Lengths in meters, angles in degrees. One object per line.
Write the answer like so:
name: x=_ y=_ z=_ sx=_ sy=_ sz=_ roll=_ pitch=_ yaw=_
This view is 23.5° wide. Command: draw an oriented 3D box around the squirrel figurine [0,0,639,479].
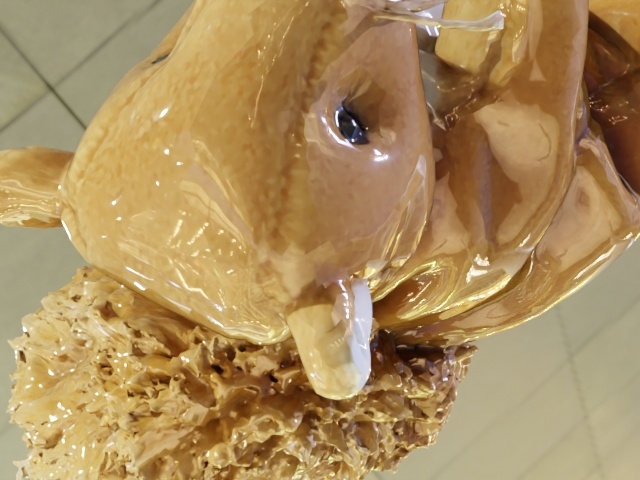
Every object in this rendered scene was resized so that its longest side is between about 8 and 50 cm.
squirrel figurine: x=0.000 y=0.000 z=0.761 sx=0.397 sy=0.281 sz=0.370 roll=-66 pitch=167 yaw=23
